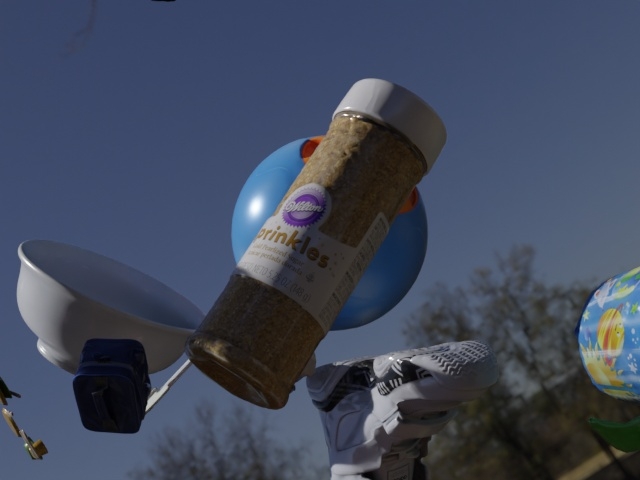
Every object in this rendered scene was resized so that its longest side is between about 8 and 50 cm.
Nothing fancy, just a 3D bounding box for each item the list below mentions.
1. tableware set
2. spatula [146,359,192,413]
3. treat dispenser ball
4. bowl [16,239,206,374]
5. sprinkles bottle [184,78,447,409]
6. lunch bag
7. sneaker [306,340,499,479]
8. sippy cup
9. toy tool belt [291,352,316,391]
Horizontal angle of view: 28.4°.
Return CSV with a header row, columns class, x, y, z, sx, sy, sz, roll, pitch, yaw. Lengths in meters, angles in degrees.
class,x,y,z,sx,sy,sz,roll,pitch,yaw
tableware set,-0.416,0.232,1.722,0.024,0.154,0.104,-33,0,-22
spatula,-0.223,0.205,1.991,0.242,0.019,0.168,-48,1,-15
treat dispenser ball,0.014,-0.011,1.854,0.288,0.288,0.288,-30,-14,-9
bowl,-0.322,0.120,1.847,0.134,0.298,0.298,-64,-21,8
sprinkles bottle,0.000,0.000,1.320,0.355,0.121,0.121,-58,-6,-19
lunch bag,-0.211,0.148,1.284,0.067,0.065,0.098,-1,-49,6
sneaker,0.115,0.246,1.629,0.137,0.210,0.366,-8,-6,-32
sippy cup,0.446,0.116,1.574,0.305,0.240,0.224,-12,-4,-28
toy tool belt,-0.046,0.166,1.677,0.051,0.052,0.083,19,-44,-30
